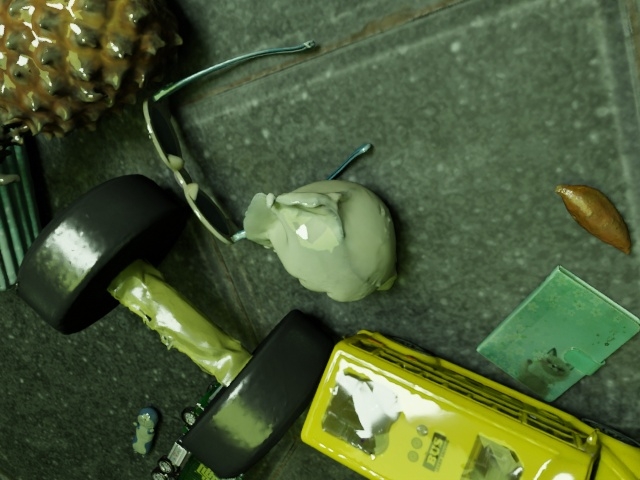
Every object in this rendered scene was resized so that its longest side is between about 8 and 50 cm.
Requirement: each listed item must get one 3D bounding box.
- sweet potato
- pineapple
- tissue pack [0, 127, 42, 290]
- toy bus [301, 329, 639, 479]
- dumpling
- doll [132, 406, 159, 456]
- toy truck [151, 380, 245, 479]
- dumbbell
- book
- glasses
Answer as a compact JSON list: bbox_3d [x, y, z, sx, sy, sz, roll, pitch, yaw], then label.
[{"bbox_3d":[0.252,-0.023,0.496,0.095,0.034,0.034,41,124,-11],"label":"sweet potato"},{"bbox_3d":[-0.316,-0.157,0.560,0.361,0.175,0.175,-31,99,11],"label":"pineapple"},{"bbox_3d":[-0.540,-0.138,0.726,0.287,0.162,0.388,14,118,21],"label":"tissue pack"},{"bbox_3d":[0.156,0.210,0.540,0.330,0.152,0.144,21,89,21],"label":"toy bus"},{"bbox_3d":[0.000,0.004,0.573,0.155,0.111,0.181,3,127,29],"label":"dumpling"},{"bbox_3d":[-0.295,0.323,0.911,0.037,0.027,0.125,24,121,4],"label":"doll"},{"bbox_3d":[-0.167,0.324,0.820,0.121,0.088,0.259,35,124,7],"label":"toy truck"},{"bbox_3d":[-0.160,0.096,0.637,0.322,0.204,0.204,41,123,1],"label":"dumbbell"},{"bbox_3d":[0.246,0.103,0.566,0.103,0.017,0.135,36,124,6],"label":"book"},{"bbox_3d":[-0.079,-0.104,0.574,0.220,0.088,0.190,-22,103,31],"label":"glasses"}]
